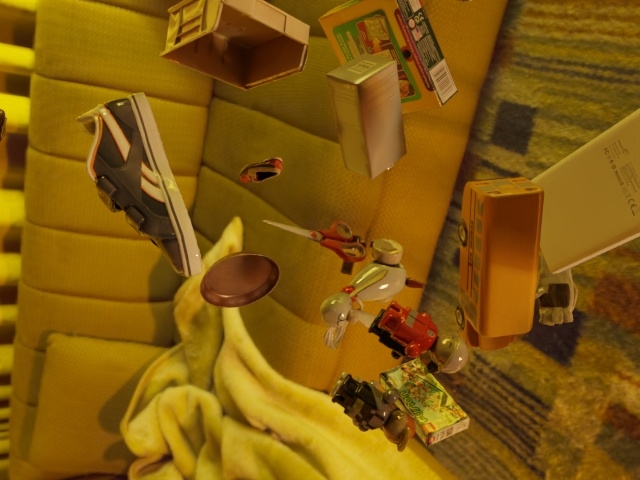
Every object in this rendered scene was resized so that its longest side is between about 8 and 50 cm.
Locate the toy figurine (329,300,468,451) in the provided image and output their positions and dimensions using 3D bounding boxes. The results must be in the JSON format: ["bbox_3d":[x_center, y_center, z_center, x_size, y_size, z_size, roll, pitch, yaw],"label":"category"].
[{"bbox_3d":[0.124,0.218,0.905,0.209,0.148,0.213,-56,-5,-13],"label":"toy figurine"}]

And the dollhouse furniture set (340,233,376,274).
[{"bbox_3d":[0.100,0.052,1.516,0.081,0.091,0.114,-69,-8,-73],"label":"dollhouse furniture set"}]

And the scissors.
[{"bbox_3d":[0.000,0.000,1.164,0.021,0.297,0.109,-37,69,29],"label":"scissors"}]

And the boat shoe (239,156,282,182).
[{"bbox_3d":[-0.150,-0.166,1.380,0.137,0.049,0.043,-15,58,34],"label":"boat shoe"}]

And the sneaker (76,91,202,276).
[{"bbox_3d":[-0.291,-0.077,0.893,0.126,0.127,0.321,120,128,-69],"label":"sneaker"}]

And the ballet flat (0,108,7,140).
[{"bbox_3d":[-0.696,-0.160,1.158,0.250,0.058,0.084,-56,25,17],"label":"ballet flat"}]

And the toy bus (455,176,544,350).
[{"bbox_3d":[0.318,0.055,1.006,0.130,0.108,0.332,-107,12,-67],"label":"toy bus"}]

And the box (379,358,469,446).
[{"bbox_3d":[0.237,0.372,1.303,0.207,0.114,0.036,48,147,49],"label":"box"}]

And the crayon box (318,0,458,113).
[{"bbox_3d":[0.202,-0.562,1.689,0.313,0.106,0.363,5,132,52],"label":"crayon box"}]

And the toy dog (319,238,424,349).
[{"bbox_3d":[0.146,0.136,1.404,0.161,0.333,0.220,20,142,26],"label":"toy dog"}]

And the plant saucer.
[{"bbox_3d":[-0.168,0.077,1.154,0.168,0.168,0.029,-60,40,35],"label":"plant saucer"}]

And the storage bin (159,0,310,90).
[{"bbox_3d":[-0.204,-0.488,1.361,0.260,0.262,0.123,1,82,47],"label":"storage bin"}]

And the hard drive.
[{"bbox_3d":[0.558,-0.088,1.119,0.319,0.040,0.210,-43,55,54],"label":"hard drive"}]

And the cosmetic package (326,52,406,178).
[{"bbox_3d":[0.107,-0.272,1.234,0.107,0.127,0.238,30,144,38],"label":"cosmetic package"}]

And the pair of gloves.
[{"bbox_3d":[0.537,0.121,1.454,0.240,0.042,0.204,-4,73,16],"label":"pair of gloves"}]
